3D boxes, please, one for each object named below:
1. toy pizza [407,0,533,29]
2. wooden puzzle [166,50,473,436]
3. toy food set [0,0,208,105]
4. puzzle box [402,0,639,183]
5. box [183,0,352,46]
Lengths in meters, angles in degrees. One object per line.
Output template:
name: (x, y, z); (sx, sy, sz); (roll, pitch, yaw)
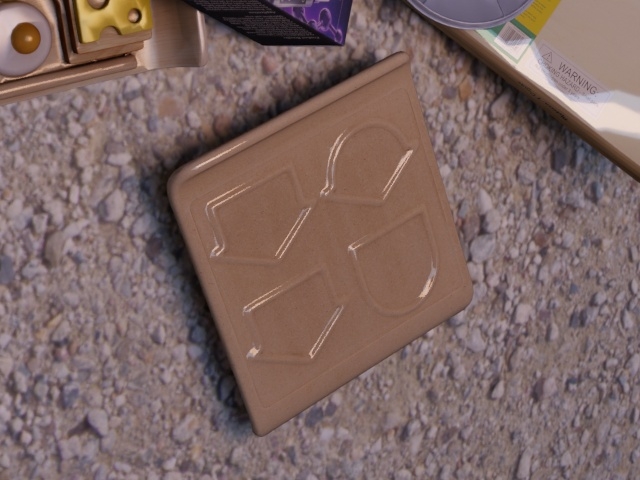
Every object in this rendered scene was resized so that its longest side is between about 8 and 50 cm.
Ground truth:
toy pizza: (0.159, -0.329, 1.762); (0.201, 0.032, 0.201); (1, 87, -15)
wooden puzzle: (0.000, 0.000, 1.778); (0.322, 0.080, 0.347); (-30, 121, -25)
toy food set: (-0.255, -0.242, 1.532); (0.306, 0.092, 0.219); (-17, 110, -30)
puzzle box: (0.314, -0.276, 1.842); (0.409, 0.052, 0.272); (37, 79, -10)
box: (-0.057, -0.293, 1.597); (0.207, 0.108, 0.153); (19, 78, -56)
